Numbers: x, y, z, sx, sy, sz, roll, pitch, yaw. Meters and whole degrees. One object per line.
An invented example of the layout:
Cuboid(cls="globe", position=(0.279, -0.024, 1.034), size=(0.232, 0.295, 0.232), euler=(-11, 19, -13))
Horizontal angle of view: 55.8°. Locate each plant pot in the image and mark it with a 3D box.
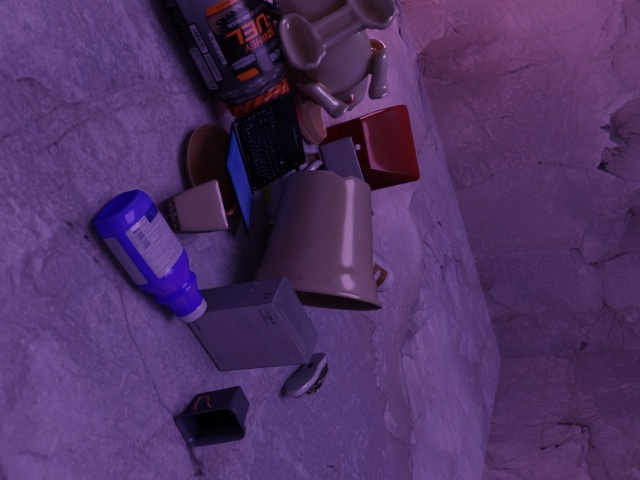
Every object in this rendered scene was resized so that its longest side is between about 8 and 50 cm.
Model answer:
Cuboid(cls="plant pot", position=(0.000, 0.000, 1.503), size=(0.334, 0.334, 0.305), euler=(26, 68, -58))
Cuboid(cls="plant pot", position=(-0.252, -0.163, 1.456), size=(0.236, 0.033, 0.236), euler=(32, 54, -57))
Cuboid(cls="plant pot", position=(0.148, -0.306, 2.065), size=(0.236, 0.268, 0.267), euler=(-12, 91, -52))
Cuboid(cls="plant pot", position=(-0.270, -0.063, 1.292), size=(0.096, 0.109, 0.109), euler=(-16, 95, -28))

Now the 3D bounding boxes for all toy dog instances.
Cuboid(cls="toy dog", position=(0.014, -0.509, 1.649), size=(0.395, 0.285, 0.408), euler=(50, -6, 21))

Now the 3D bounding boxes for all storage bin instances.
Cuboid(cls="storage bin", position=(-0.216, 0.350, 1.243), size=(0.091, 0.135, 0.098), euler=(-71, 142, -63))

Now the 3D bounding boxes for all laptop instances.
Cuboid(cls="laptop", position=(-0.125, -0.189, 1.468), size=(0.264, 0.136, 0.234), euler=(-32, 142, -18))

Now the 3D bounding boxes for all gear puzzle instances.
Cuboid(cls="gear puzzle", position=(-0.085, -0.667, 1.834), size=(0.044, 0.175, 0.339), euler=(-60, 155, 12))

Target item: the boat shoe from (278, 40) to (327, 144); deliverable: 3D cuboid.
Cuboid(cls="boat shoe", position=(-0.042, -0.464, 1.889), size=(0.341, 0.110, 0.121), euler=(67, 29, -23))

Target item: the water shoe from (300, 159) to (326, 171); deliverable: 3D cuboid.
Cuboid(cls="water shoe", position=(-0.003, -0.166, 1.643), size=(0.080, 0.073, 0.203), euler=(56, 11, 4))

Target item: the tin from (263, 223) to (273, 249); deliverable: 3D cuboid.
Cuboid(cls="tin", position=(-0.099, 0.035, 1.679), size=(0.189, 0.040, 0.106), euler=(63, 35, -30))

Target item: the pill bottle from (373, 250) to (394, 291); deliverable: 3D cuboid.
Cuboid(cls="pill bottle", position=(0.162, 0.101, 2.058), size=(0.229, 0.131, 0.131), euler=(33, 52, -55))

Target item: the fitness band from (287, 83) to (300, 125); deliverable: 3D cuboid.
Cuboid(cls="fitness band", position=(-0.142, -0.351, 1.726), size=(0.290, 0.054, 0.208), euler=(-57, 133, -53))

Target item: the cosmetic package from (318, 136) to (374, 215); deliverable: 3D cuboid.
Cuboid(cls="cosmetic package", position=(0.073, -0.181, 1.782), size=(0.127, 0.107, 0.237), euler=(-106, -178, -79))

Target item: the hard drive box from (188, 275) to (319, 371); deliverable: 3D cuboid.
Cuboid(cls="hard drive box", position=(-0.149, 0.185, 1.307), size=(0.181, 0.232, 0.089), euler=(64, 30, -29))

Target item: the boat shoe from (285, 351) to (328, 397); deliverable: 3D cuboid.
Cuboid(cls="boat shoe", position=(-0.026, 0.381, 1.649), size=(0.219, 0.078, 0.070), euler=(-35, 111, -63))

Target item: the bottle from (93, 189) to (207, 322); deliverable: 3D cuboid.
Cuboid(cls="bottle", position=(-0.319, 0.040, 1.182), size=(0.282, 0.092, 0.118), euler=(62, 35, -31))

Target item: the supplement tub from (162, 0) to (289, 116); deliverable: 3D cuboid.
Cuboid(cls="supplement tub", position=(-0.216, -0.483, 1.450), size=(0.337, 0.207, 0.207), euler=(63, 31, -29))

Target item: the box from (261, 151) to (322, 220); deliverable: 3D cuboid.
Cuboid(cls="box", position=(-0.066, -0.165, 1.759), size=(0.290, 0.087, 0.169), euler=(-25, 102, -63))
